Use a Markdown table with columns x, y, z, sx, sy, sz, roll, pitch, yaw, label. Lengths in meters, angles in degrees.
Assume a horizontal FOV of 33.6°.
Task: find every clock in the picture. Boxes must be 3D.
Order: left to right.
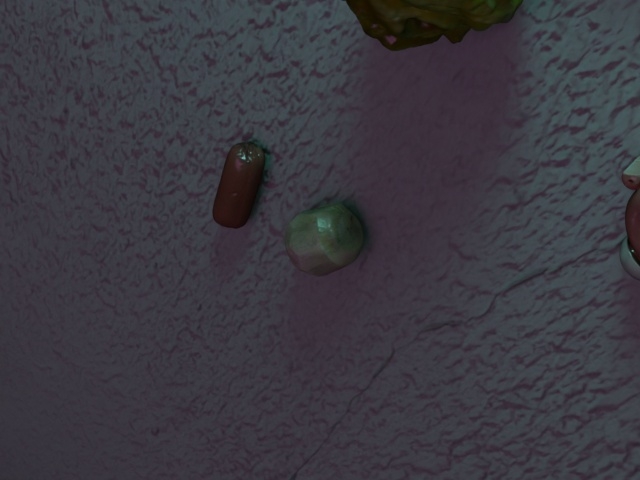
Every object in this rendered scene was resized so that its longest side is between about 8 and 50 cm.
| x | y | z | sx | sy | sz | roll | pitch | yaw | label |
| --- | --- | --- | --- | --- | --- | --- | --- | --- | --- |
| 0.430 | -0.011 | 1.245 | 0.166 | 0.093 | 0.162 | 9 | 122 | 35 | clock |

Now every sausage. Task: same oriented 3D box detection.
| x | y | z | sx | sy | sz | roll | pitch | yaw | label |
| --- | --- | --- | --- | --- | --- | --- | --- | --- | --- |
| -0.129 | -0.087 | 1.669 | 0.062 | 0.062 | 0.154 | 35 | 131 | 18 | sausage |

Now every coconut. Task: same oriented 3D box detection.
| x | y | z | sx | sy | sz | roll | pitch | yaw | label |
| --- | --- | --- | --- | --- | --- | --- | --- | --- | --- |
| 0.000 | 0.000 | 1.593 | 0.124 | 0.110 | 0.110 | -17 | 102 | 40 | coconut |

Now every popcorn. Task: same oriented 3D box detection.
| x | y | z | sx | sy | sz | roll | pitch | yaw | label |
| --- | --- | --- | --- | --- | --- | --- | --- | --- | --- |
| 0.131 | -0.315 | 1.224 | 0.225 | 0.286 | 0.173 | 12 | 83 | 14 | popcorn |
